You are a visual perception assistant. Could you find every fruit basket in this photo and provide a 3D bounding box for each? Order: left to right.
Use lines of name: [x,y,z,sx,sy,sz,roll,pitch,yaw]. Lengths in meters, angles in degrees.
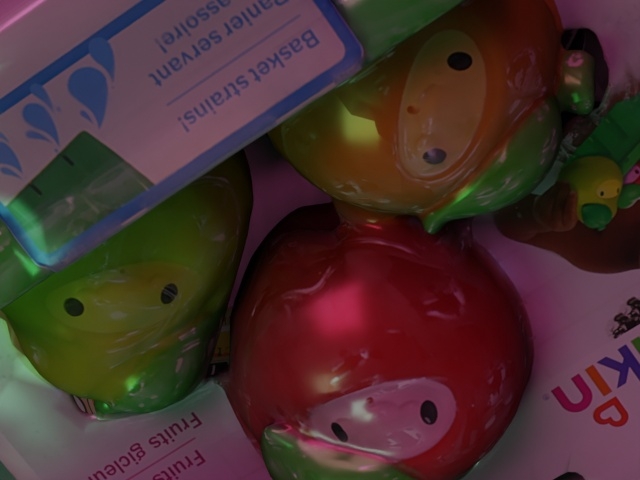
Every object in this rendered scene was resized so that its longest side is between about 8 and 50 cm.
fruit basket: [0.000,0.000,0.726,0.327,0.165,0.353,-32,104,12]

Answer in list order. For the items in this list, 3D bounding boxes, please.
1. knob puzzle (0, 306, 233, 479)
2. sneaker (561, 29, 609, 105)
knob puzzle: [-0.101,0.128,0.876,0.213,0.030,0.213,-9,68,23]
sneaker: [0.034,-0.095,0.834,0.226,0.086,0.163,-42,70,14]
